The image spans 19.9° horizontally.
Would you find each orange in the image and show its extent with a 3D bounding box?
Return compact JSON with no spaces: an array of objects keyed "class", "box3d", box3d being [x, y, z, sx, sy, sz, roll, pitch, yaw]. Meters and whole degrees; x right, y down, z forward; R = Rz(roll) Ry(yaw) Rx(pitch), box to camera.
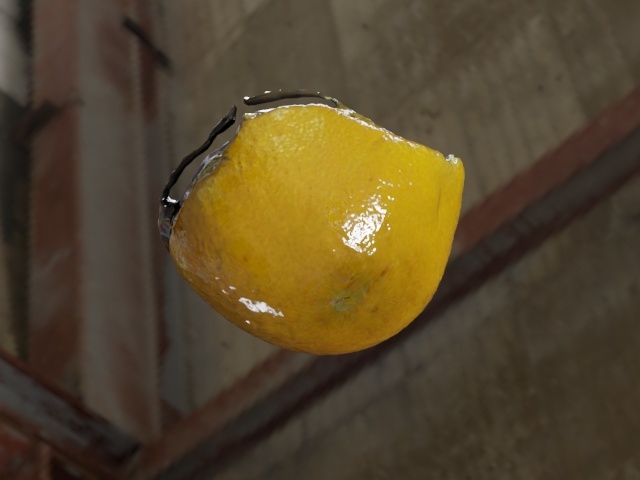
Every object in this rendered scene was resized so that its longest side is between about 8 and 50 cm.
[{"class":"orange","box3d":[0.000,0.000,0.980,0.170,0.160,0.112,-13,-144,2]}]
